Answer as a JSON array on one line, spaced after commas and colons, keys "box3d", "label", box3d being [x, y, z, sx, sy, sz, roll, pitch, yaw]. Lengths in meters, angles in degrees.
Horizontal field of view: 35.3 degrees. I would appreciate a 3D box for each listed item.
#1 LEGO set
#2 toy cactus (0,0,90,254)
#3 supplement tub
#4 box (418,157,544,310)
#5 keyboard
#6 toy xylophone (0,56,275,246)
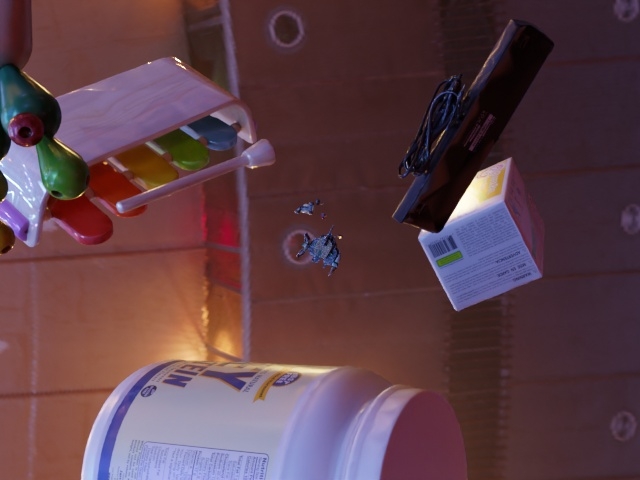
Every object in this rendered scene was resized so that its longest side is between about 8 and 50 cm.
[{"box3d": [0.002, -0.002, 1.065, 0.023, 0.054, 0.083, 17, -110, -64], "label": "LEGO set"}, {"box3d": [-0.231, -0.092, 0.661, 0.112, 0.219, 0.180, 4, -80, -43], "label": "toy cactus"}, {"box3d": [-0.043, 0.238, 0.990, 0.235, 0.325, 0.235, 6, -96, -60], "label": "supplement tub"}, {"box3d": [0.204, -0.013, 1.242, 0.114, 0.203, 0.103, -25, -78, 19], "label": "box"}, {"box3d": [0.114, -0.099, 0.828, 0.100, 0.038, 0.192, 17, -74, -55], "label": "keyboard"}, {"box3d": [-0.198, -0.093, 1.073, 0.323, 0.236, 0.081, -22, -42, -30], "label": "toy xylophone"}]
